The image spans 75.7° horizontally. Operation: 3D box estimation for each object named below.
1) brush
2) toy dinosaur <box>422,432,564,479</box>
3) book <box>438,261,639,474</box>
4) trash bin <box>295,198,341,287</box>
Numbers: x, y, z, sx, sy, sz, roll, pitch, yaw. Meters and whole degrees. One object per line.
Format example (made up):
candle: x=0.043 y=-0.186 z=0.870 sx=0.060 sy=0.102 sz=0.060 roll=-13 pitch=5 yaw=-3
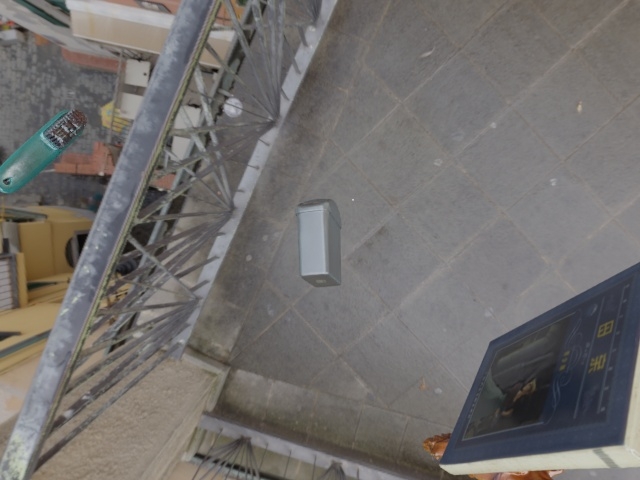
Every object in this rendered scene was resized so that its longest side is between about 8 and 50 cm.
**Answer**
brush: x=-0.416 y=-0.142 z=0.624 sx=0.032 sy=0.194 sz=0.043 roll=-14 pitch=131 yaw=26
toy dinosaur: x=0.338 y=0.364 z=0.659 sx=0.208 sy=0.432 sz=0.097 roll=-17 pitch=90 yaw=-21
book: x=0.225 y=0.143 z=0.424 sx=0.025 sy=0.269 sz=0.191 roll=34 pitch=58 yaw=8
trash bin: x=0.000 y=0.000 z=1.145 sx=0.101 sy=0.177 sz=0.237 roll=-6 pitch=72 yaw=13
